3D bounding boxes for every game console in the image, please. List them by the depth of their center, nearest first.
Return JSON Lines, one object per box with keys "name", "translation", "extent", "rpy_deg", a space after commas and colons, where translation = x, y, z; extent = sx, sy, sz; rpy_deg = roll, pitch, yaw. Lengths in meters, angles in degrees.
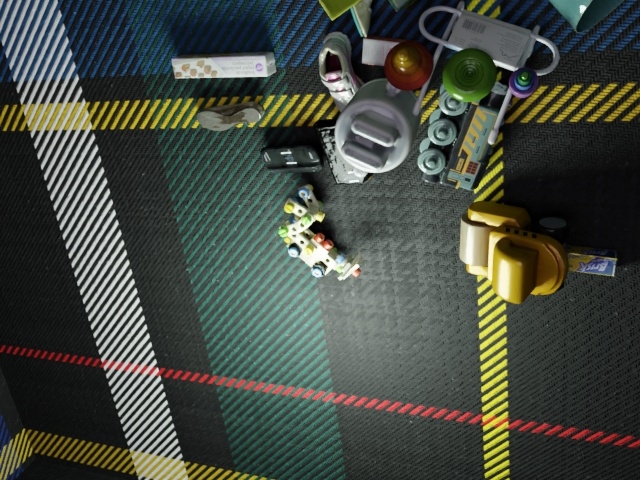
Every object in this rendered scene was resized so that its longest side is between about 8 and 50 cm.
{"name": "game console", "translation": [-0.023, -0.263, 2.103], "extent": [0.361, 0.044, 0.213], "rpy_deg": [-1, 131, 28]}

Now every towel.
{"name": "towel", "translation": [0.099, -0.679, 1.797], "extent": [0.237, 0.021, 0.102], "rpy_deg": [-35, 96, 4]}

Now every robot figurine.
{"name": "robot figurine", "translation": [0.157, -0.307, 1.836], "extent": [0.200, 0.353, 0.300], "rpy_deg": [27, 123, 1]}

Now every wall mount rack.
{"name": "wall mount rack", "translation": [0.387, -0.425, 1.716], "extent": [0.350, 0.304, 0.130], "rpy_deg": [23, 162, 12]}

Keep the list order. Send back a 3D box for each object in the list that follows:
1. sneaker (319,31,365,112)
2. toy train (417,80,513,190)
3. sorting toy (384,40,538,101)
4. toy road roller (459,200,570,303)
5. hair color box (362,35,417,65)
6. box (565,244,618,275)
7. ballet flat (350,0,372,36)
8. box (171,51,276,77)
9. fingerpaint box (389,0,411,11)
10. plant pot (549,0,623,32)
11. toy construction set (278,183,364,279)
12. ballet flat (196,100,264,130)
{"name": "sneaker", "translation": [0.052, -0.449, 1.954], "extent": [0.103, 0.111, 0.252], "rpy_deg": [-12, 110, 29]}
{"name": "toy train", "translation": [0.385, -0.293, 1.882], "extent": [0.190, 0.142, 0.333], "rpy_deg": [17, 120, 1]}
{"name": "sorting toy", "translation": [0.318, -0.398, 1.610], "extent": [0.366, 0.126, 0.127], "rpy_deg": [13, 94, 13]}
{"name": "toy road roller", "translation": [0.507, 0.041, 1.896], "extent": [0.330, 0.241, 0.202], "rpy_deg": [16, 122, 35]}
{"name": "hair color box", "translation": [0.187, -0.514, 1.900], "extent": [0.141, 0.043, 0.072], "rpy_deg": [13, 121, 19]}
{"name": "box", "translation": [0.738, 0.053, 1.945], "extent": [0.169, 0.054, 0.059], "rpy_deg": [7, 119, 20]}
{"name": "ballet flat", "translation": [0.092, -0.668, 1.847], "extent": [0.086, 0.086, 0.248], "rpy_deg": [-20, 106, 31]}
{"name": "box", "translation": [-0.293, -0.528, 2.097], "extent": [0.324, 0.067, 0.063], "rpy_deg": [5, 118, 23]}
{"name": "fingerpaint box", "translation": [0.210, -0.834, 1.623], "extent": [0.371, 0.163, 0.444], "rpy_deg": [-32, 100, 25]}
{"name": "plant pot", "translation": [0.586, -0.645, 1.515], "extent": [0.235, 0.293, 0.293], "rpy_deg": [49, 126, 12]}
{"name": "toy construction set", "translation": [0.000, 0.000, 2.204], "extent": [0.327, 0.151, 0.215], "rpy_deg": [48, 125, 8]}
{"name": "ballet flat", "translation": [-0.279, -0.396, 2.173], "extent": [0.250, 0.058, 0.084], "rpy_deg": [-3, 136, 32]}
